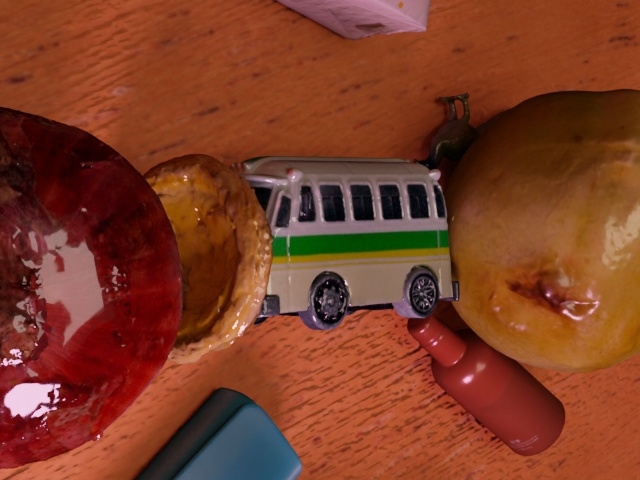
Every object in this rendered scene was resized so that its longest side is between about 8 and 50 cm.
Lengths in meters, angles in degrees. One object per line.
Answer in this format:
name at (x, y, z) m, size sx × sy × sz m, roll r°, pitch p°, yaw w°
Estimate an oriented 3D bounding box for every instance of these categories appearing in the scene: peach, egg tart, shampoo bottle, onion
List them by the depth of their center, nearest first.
onion at (-0.242, 0.034, 1.034) m, size 0.276 × 0.276 × 0.276 m, roll 2°, pitch 88°, yaw -44°
egg tart at (-0.110, 0.016, 1.206) m, size 0.074 × 0.191 × 0.191 m, roll 13°, pitch 80°, yaw -55°
peach at (0.267, -0.013, 1.487) m, size 0.314 × 0.281 × 0.316 m, roll 81°, pitch 27°, yaw -51°
shampoo bottle at (0.180, 0.150, 1.548) m, size 0.244 × 0.085 × 0.085 m, roll 44°, pitch 60°, yaw -33°

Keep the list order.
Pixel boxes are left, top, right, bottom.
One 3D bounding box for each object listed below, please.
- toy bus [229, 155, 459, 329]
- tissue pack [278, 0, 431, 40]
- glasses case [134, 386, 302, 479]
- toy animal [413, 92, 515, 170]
toy bus at (0.000, 0.000, 1.345) m, size 0.276 × 0.133 × 0.165 m, roll -1°, pitch 90°, yaw -45°
tissue pack at (0.029, -0.340, 1.387) m, size 0.185 × 0.124 × 0.225 m, roll 21°, pitch 75°, yaw -43°
glasses case at (-0.138, 0.276, 1.251) m, size 0.301 × 0.070 × 0.117 m, roll -47°, pitch 119°, yaw -32°
toy animal at (0.173, -0.140, 1.580) m, size 0.217 × 0.041 × 0.075 m, roll -35°, pitch 114°, yaw -43°
